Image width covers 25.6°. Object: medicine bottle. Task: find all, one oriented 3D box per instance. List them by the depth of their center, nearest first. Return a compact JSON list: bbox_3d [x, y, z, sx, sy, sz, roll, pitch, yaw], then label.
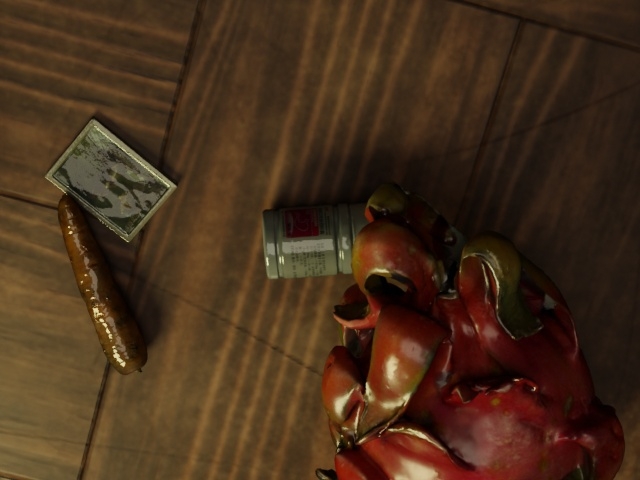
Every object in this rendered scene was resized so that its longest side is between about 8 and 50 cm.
[{"bbox_3d":[0.000,0.000,1.141,0.091,0.058,0.058,-4,107,0],"label":"medicine bottle"}]

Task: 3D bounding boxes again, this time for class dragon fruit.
[{"bbox_3d":[0.109,0.123,1.086,0.307,0.227,0.243,36,74,-41],"label":"dragon fruit"}]

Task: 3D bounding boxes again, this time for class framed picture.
[{"bbox_3d":[-0.171,-0.049,1.148,0.089,0.006,0.066,40,102,-12],"label":"framed picture"}]

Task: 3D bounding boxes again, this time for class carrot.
[{"bbox_3d":[-0.183,0.038,1.160,0.036,0.035,0.165,-20,106,5],"label":"carrot"}]
